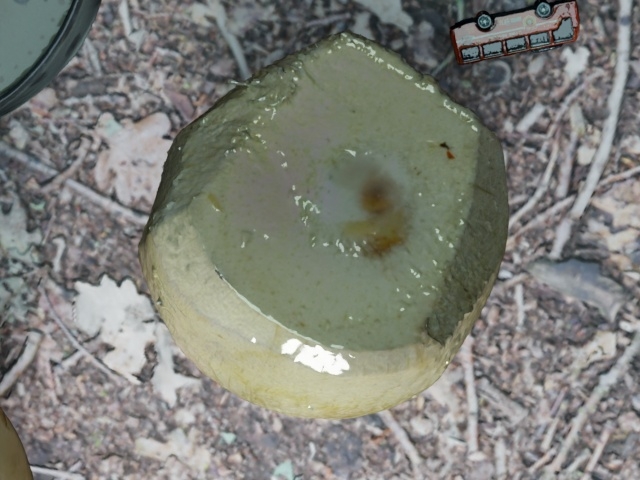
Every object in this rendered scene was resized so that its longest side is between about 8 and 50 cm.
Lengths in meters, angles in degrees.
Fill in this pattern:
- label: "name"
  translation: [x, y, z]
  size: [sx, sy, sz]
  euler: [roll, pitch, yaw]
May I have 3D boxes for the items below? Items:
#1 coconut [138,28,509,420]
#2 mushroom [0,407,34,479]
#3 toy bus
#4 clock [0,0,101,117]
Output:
- label: "coconut"
  translation: [0.000, 0.000, 1.480]
  size: [0.297, 0.254, 0.297]
  euler: [2, 78, -10]
- label: "mushroom"
  translation: [-0.415, 0.189, 1.546]
  size: [0.362, 0.294, 0.362]
  euler: [2, 129, 3]
- label: "toy bus"
  translation: [0.165, -0.178, 1.559]
  size: [0.110, 0.031, 0.043]
  euler: [-11, 102, 5]
- label: "clock"
  translation: [-0.365, -0.268, 1.536]
  size: [0.386, 0.076, 0.386]
  euler: [0, 100, 2]
